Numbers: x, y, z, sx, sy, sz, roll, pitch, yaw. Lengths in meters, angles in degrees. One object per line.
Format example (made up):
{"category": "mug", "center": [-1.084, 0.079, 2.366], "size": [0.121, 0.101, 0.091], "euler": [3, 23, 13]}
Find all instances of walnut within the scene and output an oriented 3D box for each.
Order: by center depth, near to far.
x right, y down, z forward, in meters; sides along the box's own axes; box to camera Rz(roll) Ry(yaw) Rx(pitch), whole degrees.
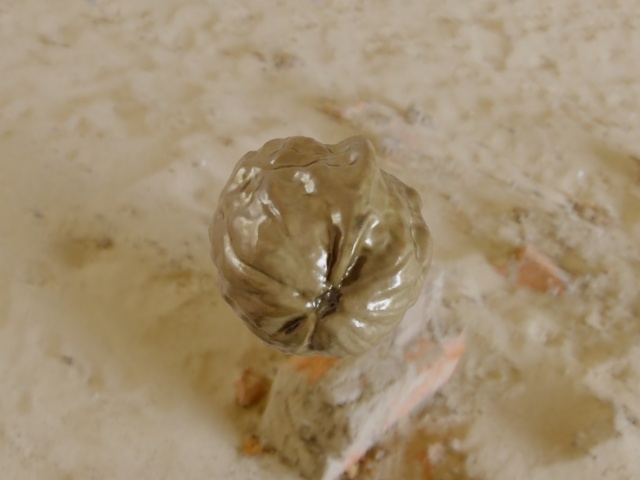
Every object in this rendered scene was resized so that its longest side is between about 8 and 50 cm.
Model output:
{"category": "walnut", "center": [0.000, 0.000, 0.482], "size": [0.079, 0.082, 0.096], "euler": [24, 22, -11]}
